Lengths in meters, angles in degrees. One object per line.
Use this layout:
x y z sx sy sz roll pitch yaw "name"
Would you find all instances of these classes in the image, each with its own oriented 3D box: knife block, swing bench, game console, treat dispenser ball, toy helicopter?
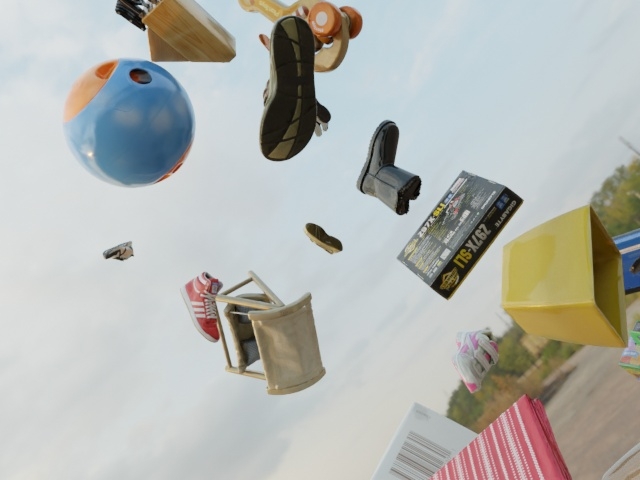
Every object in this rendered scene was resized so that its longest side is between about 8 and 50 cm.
-0.334 -0.536 1.498 0.275 0.088 0.242 -1 -43 -8 "knife block"
-0.138 0.245 1.691 0.165 0.254 0.253 -30 -58 -35 "swing bench"
0.850 0.029 1.647 0.293 0.250 0.173 -29 21 50 "game console"
-0.425 -0.262 1.459 0.288 0.288 0.288 -38 -21 -18 "treat dispenser ball"
-0.082 -0.547 1.672 0.140 0.355 0.235 -22 -35 -56 "toy helicopter"

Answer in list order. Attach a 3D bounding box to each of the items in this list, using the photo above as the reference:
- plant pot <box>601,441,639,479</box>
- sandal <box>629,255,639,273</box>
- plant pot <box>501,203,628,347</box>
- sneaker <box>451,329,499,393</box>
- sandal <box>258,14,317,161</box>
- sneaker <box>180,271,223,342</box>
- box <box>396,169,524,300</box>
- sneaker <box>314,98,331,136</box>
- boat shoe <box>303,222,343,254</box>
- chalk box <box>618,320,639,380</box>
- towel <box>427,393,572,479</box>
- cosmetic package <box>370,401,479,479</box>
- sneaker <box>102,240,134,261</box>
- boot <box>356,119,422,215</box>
0.681 0.475 1.246 0.229 0.263 0.263 -45 -17 33 "plant pot"
0.702 -0.008 1.359 0.067 0.040 0.179 10 -58 -50 "sandal"
0.472 0.085 1.281 0.187 0.212 0.212 -13 -37 35 "plant pot"
0.446 0.327 1.848 0.111 0.103 0.252 -26 20 25 "sneaker"
-0.069 -0.318 1.386 0.120 0.086 0.303 4 -79 -21 "sandal"
-0.185 0.108 1.090 0.067 0.118 0.042 -38 -21 15 "sneaker"
0.364 -0.024 1.749 0.322 0.079 0.257 -54 18 4 "box"
-0.029 -0.350 1.707 0.051 0.170 0.089 -44 19 -16 "sneaker"
0.000 -0.001 1.890 0.048 0.056 0.153 -29 -41 33 "boat shoe"
0.847 0.289 1.613 0.132 0.213 0.132 -61 21 -12 "chalk box"
0.284 0.402 1.071 0.275 0.031 0.199 -50 18 23 "towel"
0.263 0.683 1.569 0.329 0.327 0.394 -47 -23 -48 "cosmetic package"
-0.485 0.032 1.578 0.040 0.044 0.109 -13 8 21 "sneaker"
0.227 -0.217 1.938 0.094 0.207 0.246 11 -74 -45 "boot"
